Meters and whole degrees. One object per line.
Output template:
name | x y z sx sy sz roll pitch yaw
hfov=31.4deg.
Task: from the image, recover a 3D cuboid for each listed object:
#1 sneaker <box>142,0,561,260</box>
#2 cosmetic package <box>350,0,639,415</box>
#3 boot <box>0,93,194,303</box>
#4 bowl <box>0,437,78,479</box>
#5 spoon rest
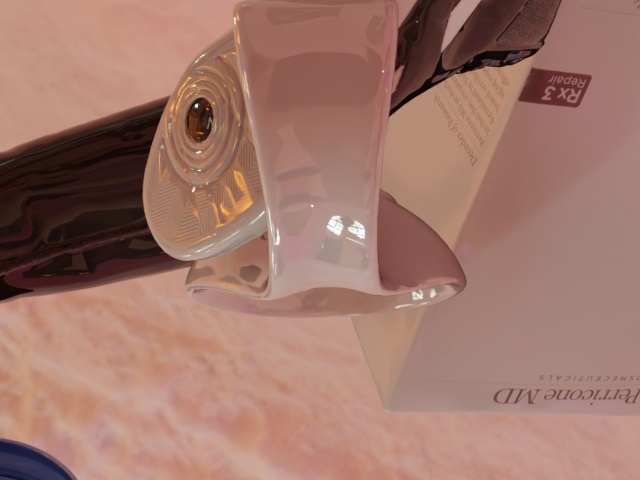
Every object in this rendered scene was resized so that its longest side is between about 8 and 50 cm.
sneaker | 0.025 -0.068 0.467 0.217 0.121 0.079 -50 57 31
cosmetic package | 0.168 -0.070 0.731 0.156 0.217 0.385 -111 30 -49
boot | -0.252 -0.085 1.100 0.367 0.445 0.146 91 163 -51
bowl | -0.441 0.385 1.275 0.391 0.391 0.077 14 131 25
spoon rest | 0.000 0.000 0.492 0.137 0.276 0.084 -1 70 2
